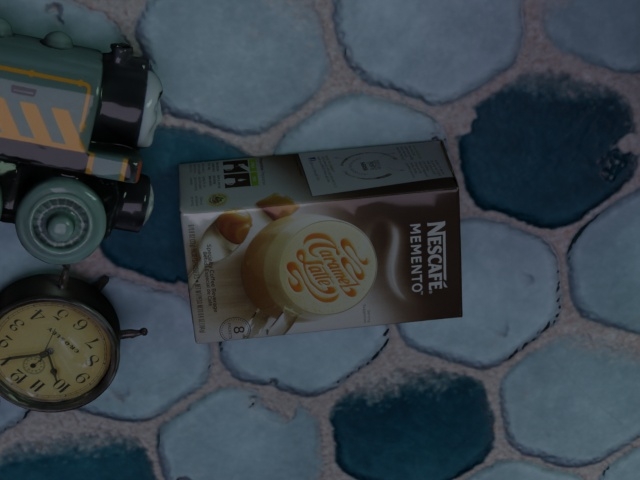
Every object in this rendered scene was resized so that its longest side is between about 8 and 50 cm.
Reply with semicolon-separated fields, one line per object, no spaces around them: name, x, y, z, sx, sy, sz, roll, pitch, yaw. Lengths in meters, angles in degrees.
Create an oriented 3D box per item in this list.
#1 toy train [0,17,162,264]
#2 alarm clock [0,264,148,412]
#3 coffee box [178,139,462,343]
toy train;-0.297;-0.099;1.301;0.334;0.142;0.190;10;107;-12
alarm clock;-0.268;0.106;1.451;0.192;0.064;0.129;-39;116;12
coffee box;0.000;0.000;1.402;0.247;0.098;0.141;-6;119;-3
